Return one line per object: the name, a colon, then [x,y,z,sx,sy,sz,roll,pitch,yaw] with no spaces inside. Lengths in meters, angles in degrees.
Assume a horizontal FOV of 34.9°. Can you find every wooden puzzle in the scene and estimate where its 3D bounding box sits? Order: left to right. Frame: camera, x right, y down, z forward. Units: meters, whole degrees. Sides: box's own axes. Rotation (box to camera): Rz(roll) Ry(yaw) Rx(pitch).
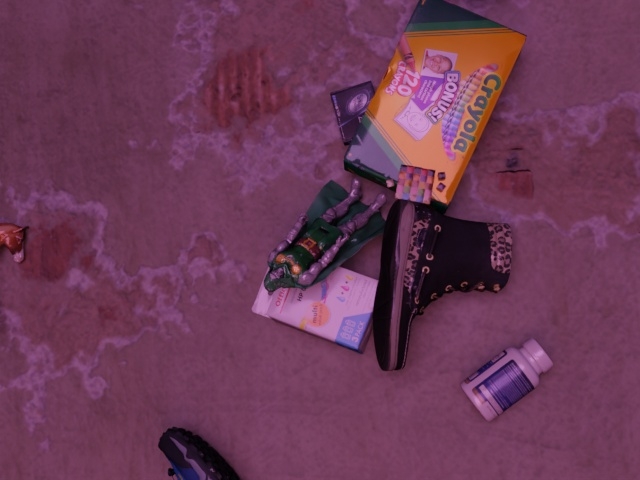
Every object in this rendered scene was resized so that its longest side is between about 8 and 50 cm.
wooden puzzle: [0.133,-0.078,1.417,0.083,0.006,0.049,11,84,4]

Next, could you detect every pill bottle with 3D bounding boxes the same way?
pill bottle: [0.258,0.189,1.398,0.120,0.067,0.067,-37,75,1]

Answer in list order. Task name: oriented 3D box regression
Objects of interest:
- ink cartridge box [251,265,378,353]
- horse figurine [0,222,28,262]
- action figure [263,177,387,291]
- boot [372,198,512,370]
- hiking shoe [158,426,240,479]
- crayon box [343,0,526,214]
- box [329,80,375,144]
ink cartridge box: [-0.008,0.083,1.469,0.181,0.061,0.104,19,81,14]
horse figurine: [-0.590,0.056,1.577,0.263,0.066,0.174,1,84,8]
action figure: [0.000,0.000,1.435,0.137,0.063,0.232,30,53,24]
boot: [0.170,0.070,1.405,0.179,0.085,0.236,8,83,-14]
hiking shoe: [-0.151,0.400,1.401,0.132,0.113,0.304,-37,75,0]
crayon box: [0.165,-0.198,1.478,0.165,0.081,0.278,25,83,5]
box: [0.057,-0.192,1.539,0.067,0.018,0.083,-15,77,6]
